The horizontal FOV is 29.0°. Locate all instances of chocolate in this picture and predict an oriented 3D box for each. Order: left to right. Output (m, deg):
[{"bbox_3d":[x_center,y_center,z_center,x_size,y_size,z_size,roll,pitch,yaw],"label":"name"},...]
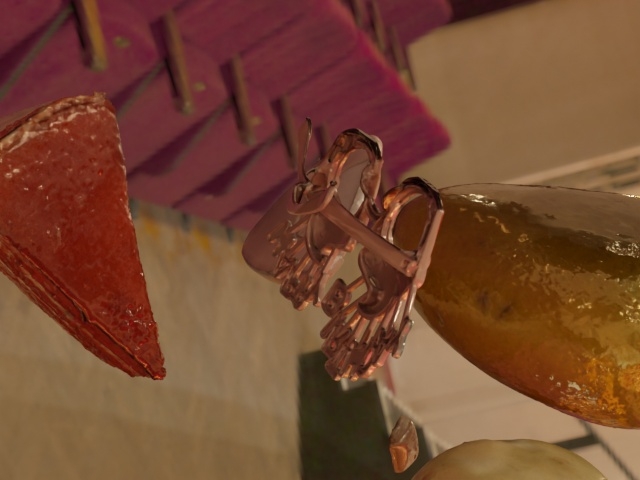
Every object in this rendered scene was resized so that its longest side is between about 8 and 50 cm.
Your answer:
[{"bbox_3d":[0.128,0.310,1.853,0.064,0.031,0.101,-59,152,-35],"label":"chocolate"}]

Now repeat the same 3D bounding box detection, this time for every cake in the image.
[{"bbox_3d":[-0.216,-0.015,1.118,0.262,0.158,0.160,49,66,-28],"label":"cake"}]

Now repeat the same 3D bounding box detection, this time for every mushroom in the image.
[{"bbox_3d":[0.112,0.177,0.712,0.148,0.148,0.112,-72,173,-67],"label":"mushroom"}]

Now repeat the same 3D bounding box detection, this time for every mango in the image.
[{"bbox_3d":[0.238,0.043,1.179,0.253,0.364,0.182,-51,161,-52],"label":"mango"}]

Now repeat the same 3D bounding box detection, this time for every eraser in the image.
[{"bbox_3d":[-0.019,-0.014,1.570,0.059,0.243,0.204,33,61,-21],"label":"eraser"}]

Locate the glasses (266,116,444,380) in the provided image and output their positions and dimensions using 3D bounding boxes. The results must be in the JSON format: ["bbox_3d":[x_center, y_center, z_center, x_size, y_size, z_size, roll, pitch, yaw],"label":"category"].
[{"bbox_3d":[0.004,0.007,0.958,0.255,0.095,0.162,50,-54,59],"label":"glasses"}]
